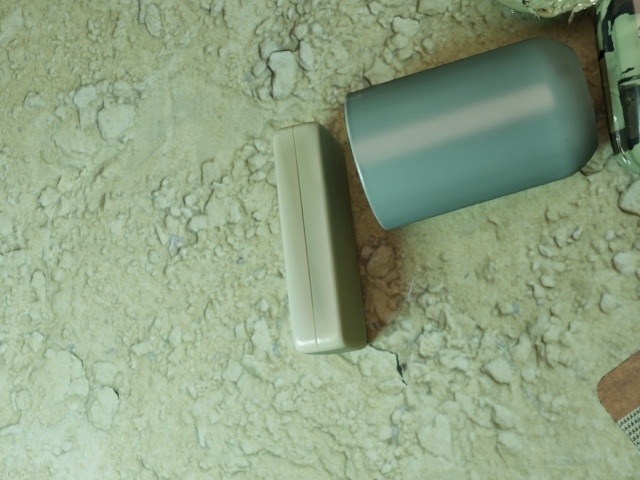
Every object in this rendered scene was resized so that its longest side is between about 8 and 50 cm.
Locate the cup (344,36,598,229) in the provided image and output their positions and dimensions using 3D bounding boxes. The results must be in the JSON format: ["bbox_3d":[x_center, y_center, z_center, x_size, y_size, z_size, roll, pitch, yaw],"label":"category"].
[{"bbox_3d":[0.208,-0.149,1.001,0.312,0.205,0.205,-15,76,15],"label":"cup"}]

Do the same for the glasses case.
[{"bbox_3d":[0.000,0.000,1.079,0.076,0.144,0.336,-10,76,17],"label":"glasses case"}]

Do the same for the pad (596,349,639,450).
[{"bbox_3d":[0.550,0.192,0.901,0.323,0.055,0.250,-46,68,25],"label":"pad"}]

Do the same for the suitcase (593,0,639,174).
[{"bbox_3d":[0.533,-0.259,0.899,0.352,0.194,0.339,-10,95,15],"label":"suitcase"}]

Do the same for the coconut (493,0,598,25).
[{"bbox_3d":[0.320,-0.507,0.954,0.346,0.346,0.360,43,100,21],"label":"coconut"}]
